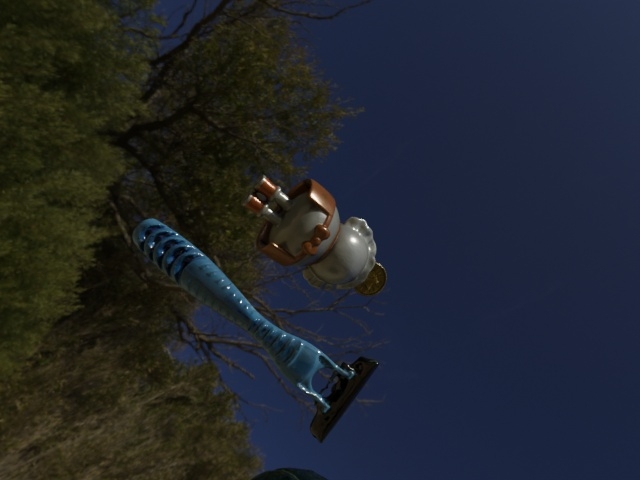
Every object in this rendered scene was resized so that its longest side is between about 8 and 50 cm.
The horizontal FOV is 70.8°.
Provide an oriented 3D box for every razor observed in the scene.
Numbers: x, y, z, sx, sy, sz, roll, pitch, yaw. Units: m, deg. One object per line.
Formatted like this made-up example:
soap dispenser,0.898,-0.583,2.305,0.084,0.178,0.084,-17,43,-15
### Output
razor,-0.072,0.060,0.399,0.253,0.042,0.082,37,-100,15

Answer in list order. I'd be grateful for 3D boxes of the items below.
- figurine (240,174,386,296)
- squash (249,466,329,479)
figurine,0.000,0.001,0.710,0.271,0.143,0.143,39,-55,-5
squash,-0.055,0.390,0.510,0.165,0.252,0.252,20,-66,52
